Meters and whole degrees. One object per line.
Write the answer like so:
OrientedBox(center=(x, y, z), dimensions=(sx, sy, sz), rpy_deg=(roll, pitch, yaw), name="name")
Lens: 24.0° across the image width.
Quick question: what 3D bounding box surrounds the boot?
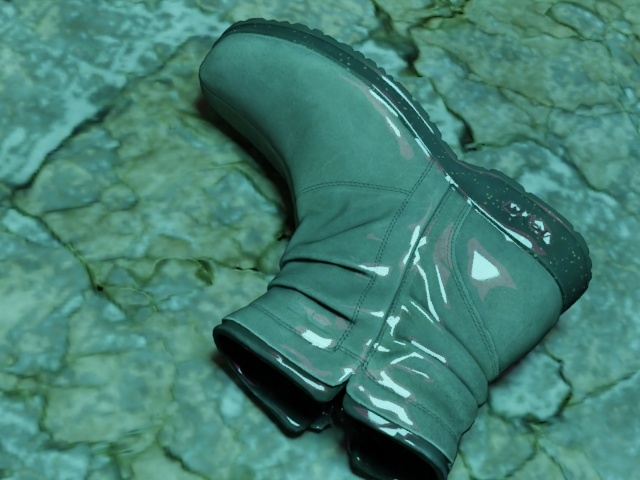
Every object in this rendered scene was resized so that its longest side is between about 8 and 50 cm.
OrientedBox(center=(0.000, 0.000, 0.743), dimensions=(0.246, 0.083, 0.161), rpy_deg=(37, 60, 16), name="boot")
